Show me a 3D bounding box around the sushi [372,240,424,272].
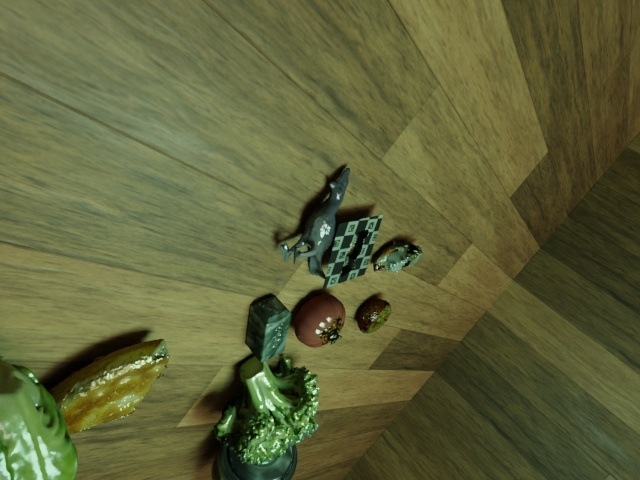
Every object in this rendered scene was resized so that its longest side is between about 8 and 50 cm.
[{"bbox_3d":[0.275,0.050,1.650,0.226,0.103,0.097,-19,122,-39],"label":"sushi"}]

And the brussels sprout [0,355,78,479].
[{"bbox_3d":[-0.587,0.357,0.819,0.281,0.289,0.354,-18,127,-58],"label":"brussels sprout"}]

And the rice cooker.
[{"bbox_3d":[-0.228,0.755,1.654,0.264,0.316,0.316,6,124,-23],"label":"rice cooker"}]

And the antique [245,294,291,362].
[{"bbox_3d":[-0.148,0.246,1.381,0.088,0.086,0.183,-22,140,-35],"label":"antique"}]

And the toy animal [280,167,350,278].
[{"bbox_3d":[-0.017,0.000,1.263,0.206,0.081,0.367,-33,146,-46],"label":"toy animal"}]

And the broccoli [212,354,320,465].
[{"bbox_3d":[-0.163,0.525,1.511,0.338,0.277,0.317,-52,128,-8],"label":"broccoli"}]

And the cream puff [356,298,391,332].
[{"bbox_3d":[0.195,0.275,1.810,0.149,0.084,0.149,-32,149,-22],"label":"cream puff"}]

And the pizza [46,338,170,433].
[{"bbox_3d":[-0.486,0.339,1.095,0.336,0.086,0.226,-34,150,-16],"label":"pizza"}]

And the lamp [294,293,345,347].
[{"bbox_3d":[0.004,0.256,1.520,0.182,0.140,0.182,-31,141,-29],"label":"lamp"}]

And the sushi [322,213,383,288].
[{"bbox_3d":[0.076,0.020,1.410,0.192,0.050,0.215,-14,128,-43],"label":"sushi"}]
